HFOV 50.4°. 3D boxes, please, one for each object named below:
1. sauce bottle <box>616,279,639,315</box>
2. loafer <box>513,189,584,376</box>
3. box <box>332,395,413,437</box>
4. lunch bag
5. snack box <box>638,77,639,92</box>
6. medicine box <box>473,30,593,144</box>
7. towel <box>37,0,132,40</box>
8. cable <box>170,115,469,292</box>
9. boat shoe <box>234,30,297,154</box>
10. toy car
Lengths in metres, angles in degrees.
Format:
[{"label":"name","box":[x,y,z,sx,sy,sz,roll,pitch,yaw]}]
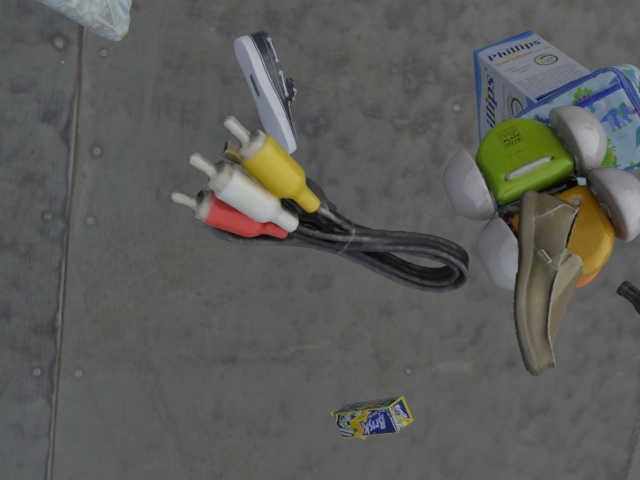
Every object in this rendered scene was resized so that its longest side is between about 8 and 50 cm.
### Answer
[{"label":"sauce bottle","box":[0.510,0.109,1.034,0.042,0.128,0.042,-29,142,-26]},{"label":"loafer","box":[0.175,0.030,0.520,0.050,0.056,0.148,0,74,19]},{"label":"box","box":[0.107,0.366,1.406,0.054,0.169,0.059,-23,90,-44]},{"label":"lunch bag","box":[0.436,-0.179,1.119,0.090,0.219,0.176,-25,91,-42]},{"label":"snack box","box":[0.416,-0.236,0.764,0.037,0.100,0.141,-5,104,-22]},{"label":"medicine box","box":[0.469,-0.268,1.489,0.149,0.289,0.263,-21,131,-5]},{"label":"towel","box":[-0.422,-0.544,1.064,0.320,0.090,0.374,12,72,-63]},{"label":"cable","box":[0.000,0.000,0.627,0.287,0.072,0.139,32,130,-18]},{"label":"boat shoe","box":[-0.106,-0.360,1.651,0.102,0.108,0.301,-25,95,-22]},{"label":"toy car","box":[0.222,-0.034,0.687,0.159,0.182,0.136,-26,155,8]}]
